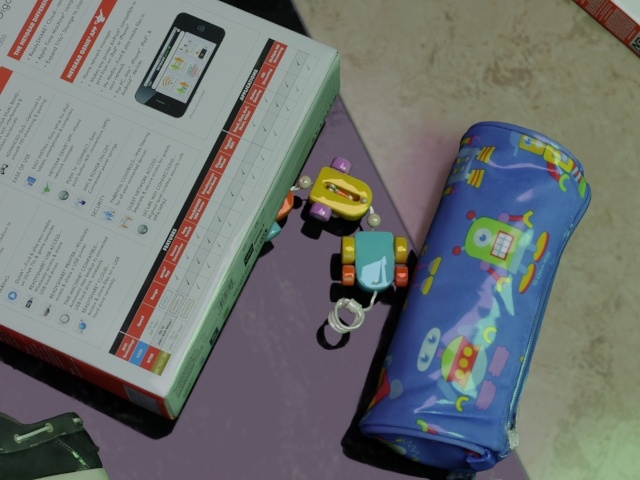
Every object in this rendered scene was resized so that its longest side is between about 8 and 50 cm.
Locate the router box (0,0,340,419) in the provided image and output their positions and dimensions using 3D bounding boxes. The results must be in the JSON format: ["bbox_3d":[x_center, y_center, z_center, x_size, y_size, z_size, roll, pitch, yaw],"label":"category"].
[{"bbox_3d":[-0.186,-0.064,1.510,0.301,0.082,0.335,24,75,9],"label":"router box"}]

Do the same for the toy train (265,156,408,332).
[{"bbox_3d":[0.000,0.000,1.562,0.125,0.046,0.166,-38,81,-13],"label":"toy train"}]

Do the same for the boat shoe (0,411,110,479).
[{"bbox_3d":[-0.272,0.175,1.418,0.233,0.084,0.079,3,64,-49],"label":"boat shoe"}]

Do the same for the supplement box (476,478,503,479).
[{"bbox_3d":[0.060,0.239,1.407,0.130,0.239,0.073,-3,77,-8],"label":"supplement box"}]

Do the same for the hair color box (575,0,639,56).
[{"bbox_3d":[0.275,-0.256,1.653,0.167,0.053,0.093,41,74,3],"label":"hair color box"}]

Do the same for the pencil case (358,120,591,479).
[{"bbox_3d":[0.138,0.053,1.524,0.133,0.119,0.306,16,74,14],"label":"pencil case"}]
